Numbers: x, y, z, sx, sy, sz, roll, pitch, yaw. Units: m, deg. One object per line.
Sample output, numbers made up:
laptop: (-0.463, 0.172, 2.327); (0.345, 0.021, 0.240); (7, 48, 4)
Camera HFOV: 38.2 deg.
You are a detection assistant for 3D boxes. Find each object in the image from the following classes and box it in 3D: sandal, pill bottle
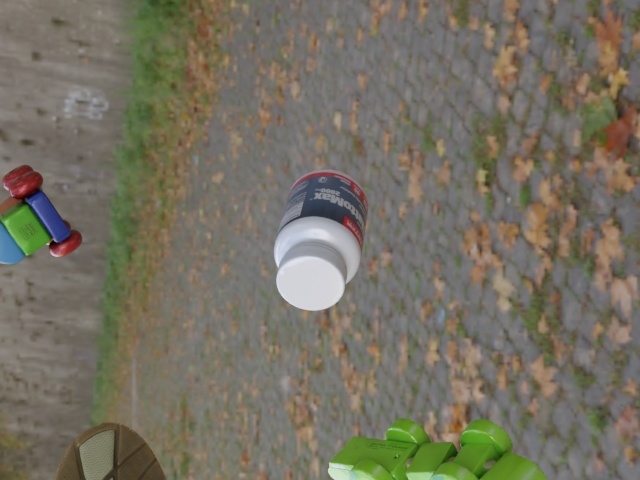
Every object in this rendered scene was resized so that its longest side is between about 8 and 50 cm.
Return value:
sandal: (-0.114, 0.201, 0.565); (0.049, 0.072, 0.180); (-22, 92, 61)
pill bottle: (0.000, 0.000, 1.145); (0.180, 0.108, 0.107); (-79, 1, -54)

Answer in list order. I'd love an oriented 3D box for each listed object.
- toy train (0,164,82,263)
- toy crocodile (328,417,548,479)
toy train: (-0.401, -0.018, 1.161); (0.105, 0.143, 0.248); (61, 164, -20)
toy crocodile: (0.148, 0.310, 1.221); (0.341, 0.115, 0.105); (-8, 115, 43)
